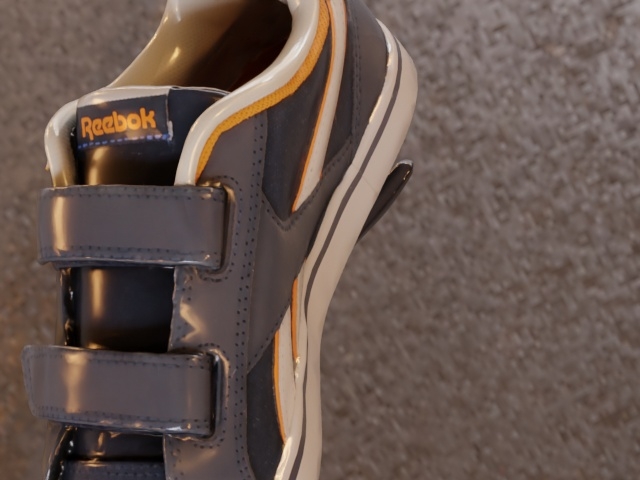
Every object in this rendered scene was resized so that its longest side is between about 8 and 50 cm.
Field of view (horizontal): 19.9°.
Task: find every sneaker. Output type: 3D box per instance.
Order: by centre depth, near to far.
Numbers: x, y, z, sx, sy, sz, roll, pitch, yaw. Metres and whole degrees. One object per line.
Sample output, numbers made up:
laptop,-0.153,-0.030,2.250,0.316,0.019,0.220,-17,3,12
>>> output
sneaker,-0.062,0.019,0.733,0.126,0.127,0.321,-3,60,35

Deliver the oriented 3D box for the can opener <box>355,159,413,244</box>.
can opener,0.000,0.000,1.328,0.186,0.059,0.073,-54,28,-10
